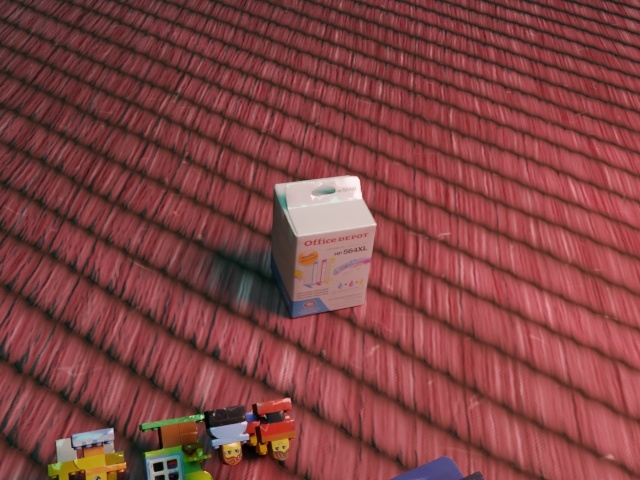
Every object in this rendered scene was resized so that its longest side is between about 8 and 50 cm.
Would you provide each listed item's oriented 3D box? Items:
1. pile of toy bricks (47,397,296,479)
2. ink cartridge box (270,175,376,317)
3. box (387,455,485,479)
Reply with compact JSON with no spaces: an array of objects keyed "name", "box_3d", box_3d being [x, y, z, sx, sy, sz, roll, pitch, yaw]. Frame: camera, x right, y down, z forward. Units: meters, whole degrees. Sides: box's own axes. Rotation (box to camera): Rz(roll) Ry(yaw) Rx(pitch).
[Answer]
[{"name":"pile of toy bricks","box_3d":[-0.114,0.203,0.596,0.212,0.118,0.105,-4,75,-24]},{"name":"ink cartridge box","box_3d":[0.000,0.000,0.784,0.092,0.143,0.090,-10,44,-15]},{"name":"box","box_3d":[0.114,0.281,0.570,0.136,0.037,0.225,-16,45,-22]}]
